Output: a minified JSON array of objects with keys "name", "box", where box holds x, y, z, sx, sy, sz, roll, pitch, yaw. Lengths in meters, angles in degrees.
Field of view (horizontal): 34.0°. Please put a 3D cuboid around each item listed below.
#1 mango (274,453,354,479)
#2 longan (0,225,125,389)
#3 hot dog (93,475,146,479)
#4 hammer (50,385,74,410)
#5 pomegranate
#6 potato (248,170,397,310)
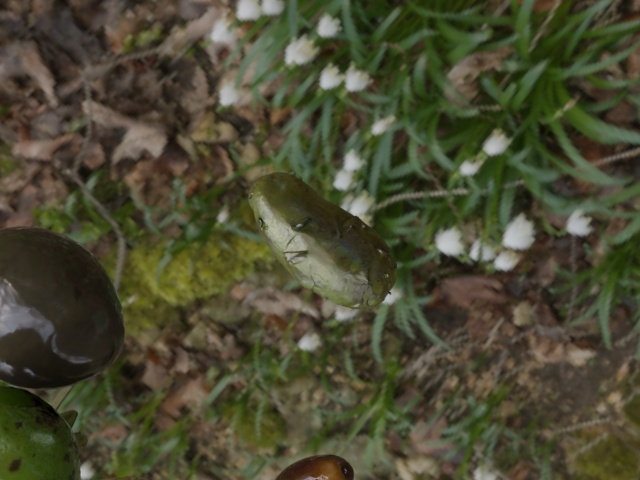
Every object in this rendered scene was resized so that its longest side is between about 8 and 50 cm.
[{"name":"mango","box":[-0.024,0.431,1.759,0.111,0.133,0.268,55,149,22]},{"name":"longan","box":[-0.380,0.094,1.410,0.248,0.248,0.248,36,161,14]},{"name":"hot dog","box":[-0.397,0.564,1.705,0.185,0.405,0.223,6,-132,-43]},{"name":"hammer","box":[-0.472,0.273,1.929,0.062,0.199,0.013,24,155,17]},{"name":"pomegranate","box":[-0.384,0.280,1.294,0.211,0.211,0.263,37,-169,12]},{"name":"potato","box":[0.000,0.000,1.326,0.225,0.117,0.090,40,147,6]}]
